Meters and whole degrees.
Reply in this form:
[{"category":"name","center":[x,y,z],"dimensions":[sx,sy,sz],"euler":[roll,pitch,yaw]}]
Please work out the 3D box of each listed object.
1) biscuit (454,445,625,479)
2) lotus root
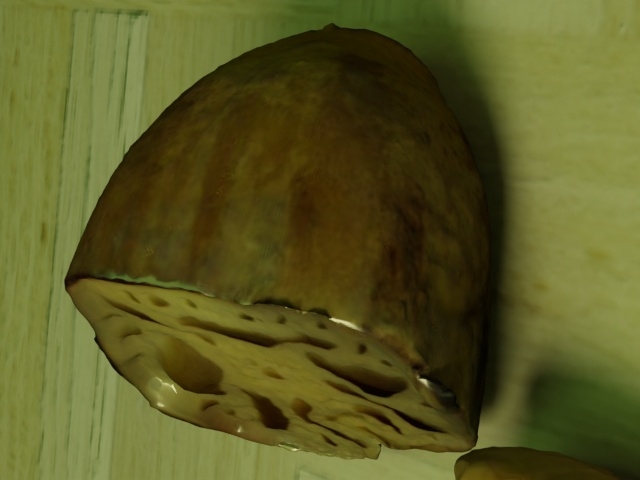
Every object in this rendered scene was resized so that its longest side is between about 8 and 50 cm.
[{"category":"biscuit","center":[0.106,0.236,0.713],"dimensions":[0.213,0.091,0.274],"euler":[34,113,50]},{"category":"lotus root","center":[0.001,0.000,0.826],"dimensions":[0.188,0.199,0.180],"euler":[10,63,16]}]
